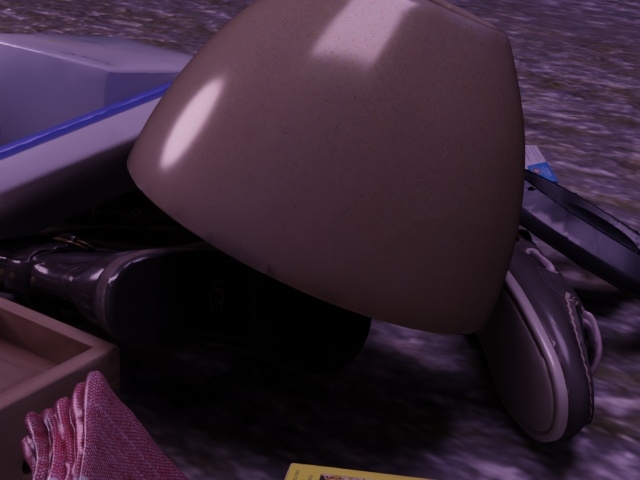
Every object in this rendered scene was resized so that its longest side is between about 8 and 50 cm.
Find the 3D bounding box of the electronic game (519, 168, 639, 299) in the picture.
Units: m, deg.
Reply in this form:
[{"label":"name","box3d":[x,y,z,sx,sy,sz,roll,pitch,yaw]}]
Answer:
[{"label":"electronic game","box3d":[0.242,0.001,1.149,0.229,0.048,0.229,29,12,-7]}]

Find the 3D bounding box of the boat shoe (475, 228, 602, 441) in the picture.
[{"label":"boat shoe","box3d":[0.170,0.053,1.022,0.095,0.112,0.335,-5,19,-8]}]

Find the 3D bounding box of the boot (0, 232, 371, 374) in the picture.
[{"label":"boot","box3d":[-0.117,0.032,0.963,0.263,0.091,0.229,11,-1,-38]}]

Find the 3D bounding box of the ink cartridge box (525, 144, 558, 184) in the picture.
[{"label":"ink cartridge box","box3d":[0.183,-0.066,1.382,0.122,0.052,0.088,1,30,-9]}]

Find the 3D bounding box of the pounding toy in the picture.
[{"label":"pounding toy","box3d":[-0.269,0.109,0.840,0.206,0.094,0.181,18,26,30]}]

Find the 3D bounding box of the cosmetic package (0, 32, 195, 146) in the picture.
[{"label":"cosmetic package","box3d":[-0.229,-0.140,1.374,0.224,0.138,0.225,18,18,35]}]

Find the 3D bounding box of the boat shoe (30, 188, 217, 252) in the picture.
[{"label":"boat shoe","box3d":[-0.188,-0.031,1.205,0.257,0.095,0.095,-7,24,-23]}]

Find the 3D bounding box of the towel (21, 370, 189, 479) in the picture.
[{"label":"towel","box3d":[-0.030,0.222,0.390,0.037,0.237,0.329,-27,30,13]}]

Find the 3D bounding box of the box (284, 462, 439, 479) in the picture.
[{"label":"box","box3d":[0.090,0.186,0.714,0.232,0.087,0.058,5,19,7]}]

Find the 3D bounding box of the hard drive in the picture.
[{"label":"hard drive","box3d":[-0.166,-0.073,1.064,0.319,0.040,0.210,-28,-2,-36]}]

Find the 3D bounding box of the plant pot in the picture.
[{"label":"plant pot","box3d":[0.031,-0.086,0.899,0.284,0.191,0.284,23,15,-6]}]
